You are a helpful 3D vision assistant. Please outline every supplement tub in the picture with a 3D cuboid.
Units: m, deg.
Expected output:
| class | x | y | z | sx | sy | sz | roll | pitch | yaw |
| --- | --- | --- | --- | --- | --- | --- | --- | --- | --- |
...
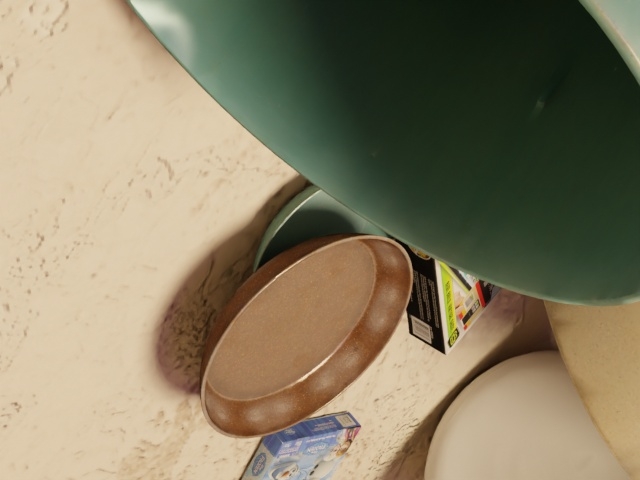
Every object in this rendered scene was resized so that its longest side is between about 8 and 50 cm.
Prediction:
| class | x | y | z | sx | sy | sz | roll | pitch | yaw |
| --- | --- | --- | --- | --- | --- | --- | --- | --- | --- |
| supplement tub | 0.249 | 0.247 | 1.167 | 0.228 | 0.228 | 0.316 | -46 | 147 | 2 |

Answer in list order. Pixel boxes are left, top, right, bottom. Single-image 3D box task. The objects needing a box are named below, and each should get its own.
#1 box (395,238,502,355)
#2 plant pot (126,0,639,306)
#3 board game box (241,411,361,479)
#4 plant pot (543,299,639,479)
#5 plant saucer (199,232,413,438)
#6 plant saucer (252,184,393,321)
| class | x | y | z | sx | sy | sz | roll | pitch | yaw |
| --- | --- | --- | --- | --- | --- | --- | --- | --- | --- |
| box | 0.099 | -0.021 | 0.864 | 0.114 | 0.036 | 0.207 | -47 | 150 | -22 |
| plant pot | 0.077 | -0.157 | 0.504 | 0.235 | 0.293 | 0.293 | -52 | 149 | -16 |
| board game box | -0.021 | 0.179 | 0.989 | 0.090 | 0.020 | 0.090 | -3 | 130 | -46 |
| plant pot | 0.336 | 0.027 | 0.898 | 0.274 | 0.257 | 0.256 | -25 | 156 | 27 |
| plant saucer | -0.013 | 0.057 | 0.815 | 0.168 | 0.029 | 0.168 | -28 | 144 | -23 |
| plant saucer | 0.000 | 0.000 | 0.814 | 0.119 | 0.021 | 0.119 | -29 | 144 | -24 |
